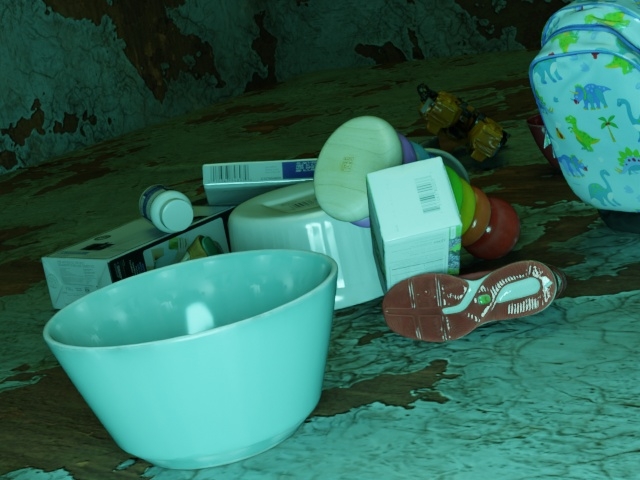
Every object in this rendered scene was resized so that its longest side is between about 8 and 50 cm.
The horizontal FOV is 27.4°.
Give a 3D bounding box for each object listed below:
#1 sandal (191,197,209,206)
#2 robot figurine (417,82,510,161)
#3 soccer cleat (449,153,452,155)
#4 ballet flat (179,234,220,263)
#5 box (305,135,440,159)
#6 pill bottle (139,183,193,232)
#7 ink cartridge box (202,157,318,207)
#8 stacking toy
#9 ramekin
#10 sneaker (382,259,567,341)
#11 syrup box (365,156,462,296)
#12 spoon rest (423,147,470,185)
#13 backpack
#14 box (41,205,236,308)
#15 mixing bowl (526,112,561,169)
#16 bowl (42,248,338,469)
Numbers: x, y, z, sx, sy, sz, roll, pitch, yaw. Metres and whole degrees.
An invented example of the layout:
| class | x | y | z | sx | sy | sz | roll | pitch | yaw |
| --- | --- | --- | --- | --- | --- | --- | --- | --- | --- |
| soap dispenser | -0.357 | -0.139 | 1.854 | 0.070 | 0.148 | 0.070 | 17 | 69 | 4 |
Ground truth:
| class | x | y | z | sx | sy | sz | roll | pitch | yaw |
| --- | --- | --- | --- | --- | --- | --- | --- | --- | --- |
| sandal | -0.251 | -0.020 | 2.371 | 0.254 | 0.054 | 0.097 | -32 | 16 | -33 |
| robot figurine | 0.270 | -0.229 | 2.557 | 0.211 | 0.085 | 0.291 | 32 | 9 | -2 |
| soccer cleat | 0.225 | -0.144 | 2.507 | 0.083 | 0.029 | 0.035 | -23 | 26 | -29 |
| ballet flat | -0.185 | 0.046 | 1.976 | 0.073 | 0.080 | 0.232 | -27 | 13 | -1 |
| box | 0.096 | -0.155 | 2.596 | 0.231 | 0.056 | 0.183 | 1 | 19 | 41 |
| pill bottle | -0.237 | -0.048 | 2.039 | 0.067 | 0.067 | 0.120 | -16 | 15 | -18 |
| ink cartridge box | -0.080 | -0.083 | 2.202 | 0.223 | 0.045 | 0.224 | -3 | -15 | -1 |
| stacking toy | 0.147 | -0.051 | 1.762 | 0.141 | 0.141 | 0.330 | 3 | -14 | 46 |
| ramekin | 0.000 | 0.000 | 1.872 | 0.277 | 0.135 | 0.277 | -11 | 14 | 3 |
| sneaker | 0.195 | 0.074 | 1.587 | 0.221 | 0.087 | 0.128 | -7 | -5 | 27 |
| syrup box | 0.114 | 0.000 | 1.600 | 0.096 | 0.093 | 0.237 | -13 | -25 | 0 |
| spoon rest | 0.109 | -0.060 | 2.101 | 0.276 | 0.137 | 0.084 | -21 | 28 | 25 |
| backpack | 0.436 | -0.179 | 1.769 | 0.273 | 0.355 | 0.290 | -21 | 17 | -32 |
| box | -0.280 | 0.025 | 2.107 | 0.169 | 0.087 | 0.290 | 2 | 18 | 42 |
| mixing bowl | 0.457 | -0.177 | 2.289 | 0.181 | 0.098 | 0.181 | -12 | 14 | 3 |
| bowl | -0.120 | 0.130 | 1.379 | 0.311 | 0.163 | 0.311 | -10 | 14 | 3 |
